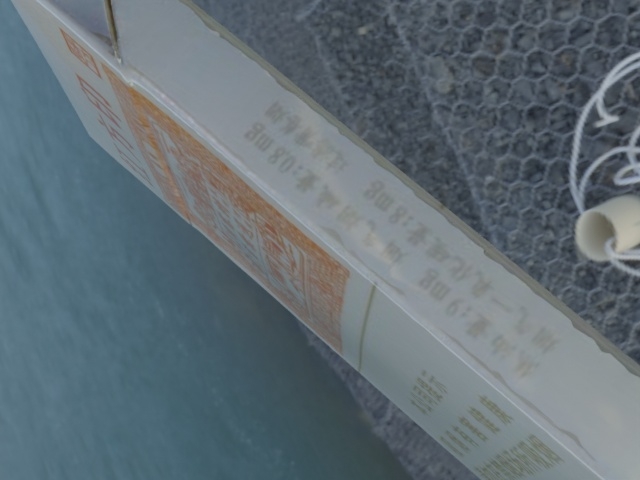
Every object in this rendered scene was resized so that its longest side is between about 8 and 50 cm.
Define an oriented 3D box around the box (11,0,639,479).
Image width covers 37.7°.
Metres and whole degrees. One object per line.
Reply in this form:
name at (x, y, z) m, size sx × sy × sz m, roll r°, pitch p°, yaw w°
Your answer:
box at (-0.001, 0.000, 0.473) m, size 0.365 × 0.051 × 0.204 m, roll 41°, pitch 167°, yaw 12°
